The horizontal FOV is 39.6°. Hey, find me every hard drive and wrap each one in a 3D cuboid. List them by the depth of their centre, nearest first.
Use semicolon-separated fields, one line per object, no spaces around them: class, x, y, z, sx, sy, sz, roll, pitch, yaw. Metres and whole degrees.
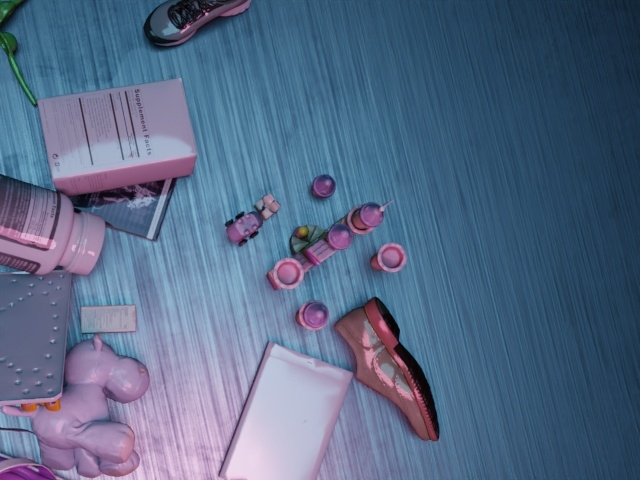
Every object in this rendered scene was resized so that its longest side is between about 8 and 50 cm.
hard drive;-0.074;0.400;1.940;0.203;0.040;0.307;22;79;-8

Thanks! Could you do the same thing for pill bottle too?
pill bottle;-0.608;-0.031;1.791;0.319;0.176;0.176;19;79;-29

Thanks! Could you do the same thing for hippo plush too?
hippo plush;-0.481;0.330;1.813;0.294;0.234;0.236;24;53;-13

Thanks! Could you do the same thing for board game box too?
board game box;-0.685;0.196;1.701;0.390;0.390;0.050;-3;124;-11

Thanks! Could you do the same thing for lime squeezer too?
lime squeezer;-0.660;-0.450;1.934;0.110;0.059;0.310;10;78;-40

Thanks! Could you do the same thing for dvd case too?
dvd case;-0.440;-0.108;1.942;0.221;0.018;0.164;18;78;-8

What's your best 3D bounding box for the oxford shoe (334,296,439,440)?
oxford shoe;0.153;0.301;1.979;0.130;0.123;0.348;-27;90;13

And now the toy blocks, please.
toy blocks;0.000;0.000;1.893;0.289;0.260;0.309;-36;91;-13

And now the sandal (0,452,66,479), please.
sandal;-0.609;0.501;1.763;0.417;0.102;0.169;17;52;-13

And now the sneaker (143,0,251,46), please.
sneaker;-0.274;-0.527;1.985;0.272;0.108;0.100;-31;91;-12

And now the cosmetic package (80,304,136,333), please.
cosmetic package;-0.451;0.168;1.892;0.115;0.041;0.060;0;82;-12

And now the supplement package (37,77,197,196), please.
supplement package;-0.422;-0.213;1.861;0.293;0.177;0.175;-11;83;-14
